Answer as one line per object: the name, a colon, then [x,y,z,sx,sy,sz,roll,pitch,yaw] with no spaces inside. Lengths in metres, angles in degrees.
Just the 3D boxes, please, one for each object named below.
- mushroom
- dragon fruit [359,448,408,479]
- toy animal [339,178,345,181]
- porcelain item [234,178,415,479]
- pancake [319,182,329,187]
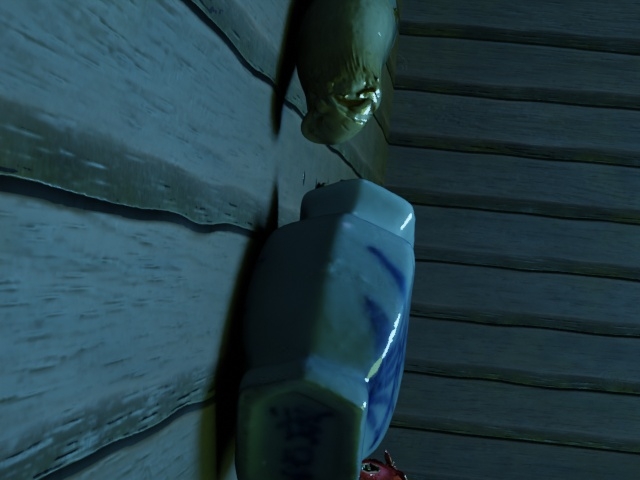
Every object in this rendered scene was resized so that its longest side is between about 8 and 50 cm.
mushroom: [0.031,-0.245,1.690,0.397,0.126,0.177,-79,-178,-69]
dragon fruit: [0.057,0.475,2.155,0.241,0.240,0.252,-70,148,-69]
toy animal: [0.045,0.045,2.216,0.137,0.082,0.270,-130,-140,-69]
porcelain item: [0.007,0.105,1.503,0.405,0.178,0.243,-69,165,-57]
pancake: [0.000,0.000,2.116,0.184,0.020,0.191,-77,170,-48]
